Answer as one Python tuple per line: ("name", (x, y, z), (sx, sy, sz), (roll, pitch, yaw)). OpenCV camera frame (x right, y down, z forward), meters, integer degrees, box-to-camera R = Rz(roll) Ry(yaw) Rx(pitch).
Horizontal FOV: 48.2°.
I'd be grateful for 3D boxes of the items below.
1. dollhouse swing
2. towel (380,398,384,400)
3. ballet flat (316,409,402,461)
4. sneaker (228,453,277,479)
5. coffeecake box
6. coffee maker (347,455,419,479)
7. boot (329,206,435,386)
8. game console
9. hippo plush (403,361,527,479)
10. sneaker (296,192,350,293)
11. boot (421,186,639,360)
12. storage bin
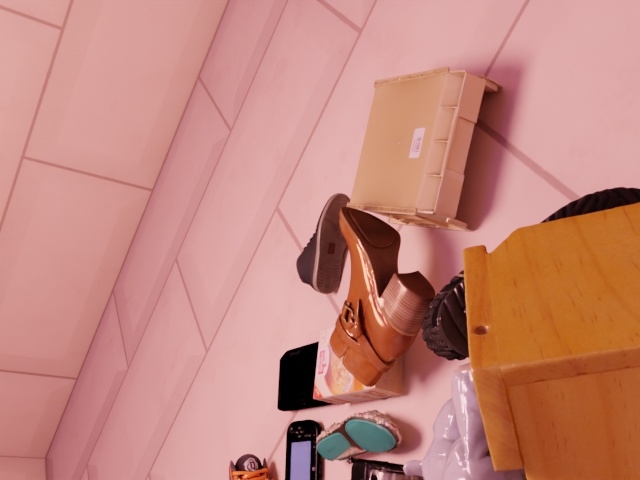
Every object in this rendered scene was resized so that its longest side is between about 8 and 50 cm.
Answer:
("dollhouse swing", (0.364, 0.169, 0.773), (0.346, 0.305, 0.315), (-13, 29, 16))
("towel", (0.105, 0.269, 1.374), (0.083, 0.009, 0.060), (8, 85, 59))
("ballet flat", (0.076, 0.350, 1.323), (0.091, 0.077, 0.241), (55, 140, -4))
("sneaker", (-0.150, 0.530, 1.525), (0.321, 0.124, 0.180), (113, 154, -48))
("coffeecake box", (0.072, 0.229, 1.365), (0.185, 0.068, 0.143), (-25, 52, 49))
("coffee maker", (0.103, 0.469, 1.215), (0.171, 0.120, 0.178), (123, 155, -75))
("boot", (0.077, 0.094, 1.260), (0.283, 0.109, 0.220), (53, 129, 37))
("game console", (-0.027, 0.398, 1.506), (0.213, 0.043, 0.362), (-27, 56, 52))
("hippo plush", (0.248, 0.317, 0.982), (0.236, 0.234, 0.294), (100, -171, -70))
("sneaker", (0.000, 0.000, 1.586), (0.118, 0.083, 0.222), (15, 92, 60))
("boot", (0.300, 0.056, 1.011), (0.131, 0.347, 0.260), (64, -179, 11))
("storage bin", (0.188, -0.164, 1.305), (0.260, 0.123, 0.263), (10, 86, 59))
